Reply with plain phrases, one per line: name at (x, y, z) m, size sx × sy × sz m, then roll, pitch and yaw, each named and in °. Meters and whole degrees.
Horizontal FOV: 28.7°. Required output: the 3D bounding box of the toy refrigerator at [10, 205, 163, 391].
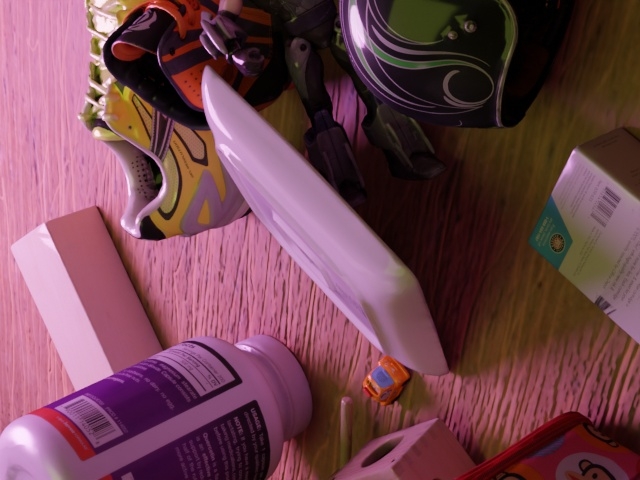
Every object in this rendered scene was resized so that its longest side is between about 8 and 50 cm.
toy refrigerator at (-0.289, 0.101, 1.622) m, size 0.102 × 0.094 × 0.269 m, roll -28°, pitch 87°, yaw 46°

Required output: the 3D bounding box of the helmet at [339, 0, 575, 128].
helmet at (0.093, -0.173, 0.944) m, size 0.162 × 0.169 × 0.169 m, roll 26°, pitch 129°, yaw 20°

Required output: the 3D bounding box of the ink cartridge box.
ink cartridge box at (0.252, 0.014, 0.932) m, size 0.180 × 0.060 × 0.104 m, roll 45°, pitch 138°, yaw 26°

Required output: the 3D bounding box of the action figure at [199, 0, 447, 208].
action figure at (0.002, -0.171, 1.069) m, size 0.285 × 0.185 × 0.099 m, roll 63°, pitch -179°, yaw -19°

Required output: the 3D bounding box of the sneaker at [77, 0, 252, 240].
sneaker at (-0.173, -0.176, 1.258) m, size 0.145 × 0.147 × 0.384 m, roll 5°, pitch 119°, yaw 51°

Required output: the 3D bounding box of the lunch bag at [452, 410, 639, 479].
lunch bag at (0.150, 0.307, 1.050) m, size 0.120 × 0.258 × 0.293 m, roll 37°, pitch 134°, yaw 33°

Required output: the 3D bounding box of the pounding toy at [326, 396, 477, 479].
pounding toy at (0.055, 0.251, 1.246) m, size 0.181 × 0.094 × 0.206 m, roll 54°, pitch 143°, yaw -4°

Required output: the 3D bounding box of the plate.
plate at (0.000, 0.000, 1.129) m, size 0.278 × 0.045 × 0.277 m, roll 46°, pitch 173°, yaw 24°

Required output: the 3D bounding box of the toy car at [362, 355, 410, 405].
toy car at (0.042, 0.112, 1.260) m, size 0.122 × 0.040 × 0.060 m, roll 60°, pitch 143°, yaw 8°

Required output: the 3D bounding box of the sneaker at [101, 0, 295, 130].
sneaker at (-0.116, -0.242, 1.105) m, size 0.125 × 0.180 × 0.321 m, roll 12°, pitch 129°, yaw 44°

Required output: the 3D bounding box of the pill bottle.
pill bottle at (-0.168, 0.217, 1.339) m, size 0.181 × 0.323 × 0.181 m, roll 27°, pitch 128°, yaw 41°
